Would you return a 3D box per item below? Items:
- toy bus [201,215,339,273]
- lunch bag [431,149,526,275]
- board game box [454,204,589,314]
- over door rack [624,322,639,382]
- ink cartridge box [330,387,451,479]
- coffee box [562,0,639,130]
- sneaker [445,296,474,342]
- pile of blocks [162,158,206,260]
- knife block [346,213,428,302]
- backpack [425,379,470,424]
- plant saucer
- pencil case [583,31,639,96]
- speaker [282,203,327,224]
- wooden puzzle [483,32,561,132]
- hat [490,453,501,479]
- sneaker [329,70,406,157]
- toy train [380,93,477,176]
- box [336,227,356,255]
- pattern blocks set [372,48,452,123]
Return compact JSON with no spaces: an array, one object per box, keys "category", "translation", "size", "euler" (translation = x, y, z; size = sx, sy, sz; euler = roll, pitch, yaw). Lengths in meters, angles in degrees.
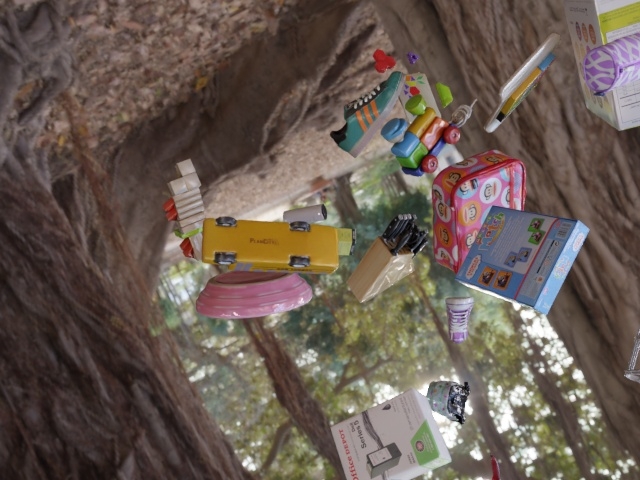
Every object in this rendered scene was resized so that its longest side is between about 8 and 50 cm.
[{"category":"toy bus","translation":[-0.122,0.016,1.559],"size":[0.332,0.108,0.130],"euler":[3,165,-13]},{"category":"lunch bag","translation":[0.409,-0.071,1.593],"size":[0.258,0.293,0.120],"euler":[-22,-146,-20]},{"category":"board game box","translation":[0.344,0.027,1.119],"size":[0.160,0.039,0.211],"euler":[-62,-153,-3]},{"category":"over door rack","translation":[0.933,0.249,1.672],"size":[0.324,0.108,0.240],"euler":[92,21,-71]},{"category":"ink cartridge box","translation":[0.190,0.561,1.762],"size":[0.272,0.199,0.115],"euler":[-30,147,14]},{"category":"coffee box","translation":[0.843,-0.506,1.596],"size":[0.338,0.335,0.338],"euler":[-16,-162,14]},{"category":"sneaker","translation":[0.508,0.289,2.319],"size":[0.102,0.161,0.282],"euler":[-3,167,11]},{"category":"pile of blocks","translation":[-0.424,-0.084,1.950],"size":[0.112,0.362,0.149],"euler":[-24,-138,-24]},{"category":"knife block","translation":[0.192,0.044,1.904],"size":[0.275,0.088,0.242],"euler":[-32,149,-3]},{"category":"backpack","translation":[0.446,0.560,2.242],"size":[0.115,0.152,0.182],"euler":[-3,159,32]},{"category":"plant saucer","translation":[-0.190,0.138,1.815],"size":[0.331,0.084,0.332],"euler":[-6,-171,1]},{"category":"pencil case","translation":[0.574,-0.331,1.154],"size":[0.206,0.087,0.088],"euler":[-22,-165,-18]},{"category":"speaker","translation":[-0.048,-0.080,2.034],"size":[0.136,0.055,0.055],"euler":[-10,-173,20]},{"category":"wooden puzzle","translation":[0.522,-0.395,1.646],"size":[0.221,0.044,0.239],"euler":[-46,167,-5]},{"category":"hat","translation":[0.466,0.627,1.531],"size":[0.208,0.173,0.184],"euler":[18,100,-60]},{"category":"sneaker","translation":[0.137,-0.393,1.917],"size":[0.302,0.121,0.108],"euler":[-54,-172,29]},{"category":"toy train","translation":[0.249,-0.281,1.462],"size":[0.248,0.143,0.105],"euler":[-52,-148,-10]},{"category":"box","translation":[0.000,0.000,2.155],"size":[0.232,0.058,0.087],"euler":[2,146,-4]},{"category":"pattern blocks set","translation":[0.306,-0.464,2.066],"size":[0.285,0.325,0.026],"euler":[-3,163,-26]}]
